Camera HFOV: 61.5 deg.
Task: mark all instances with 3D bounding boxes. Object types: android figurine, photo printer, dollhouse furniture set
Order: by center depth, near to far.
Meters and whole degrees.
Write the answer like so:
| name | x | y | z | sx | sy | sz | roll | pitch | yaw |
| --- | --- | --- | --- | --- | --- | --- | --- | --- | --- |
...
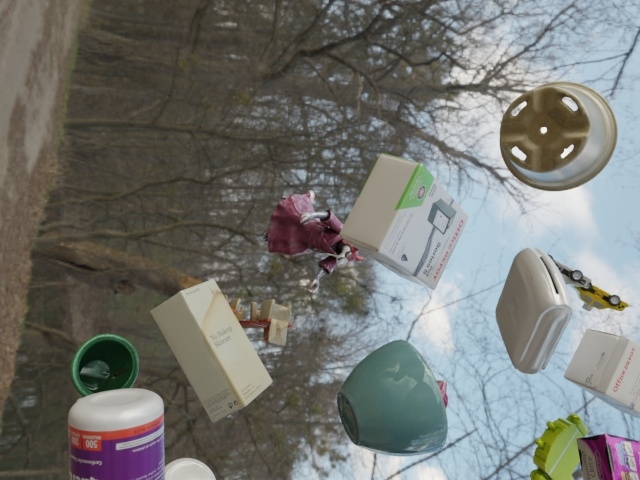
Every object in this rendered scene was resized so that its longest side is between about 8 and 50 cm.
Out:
| name | x | y | z | sx | sy | sz | roll | pitch | yaw |
| --- | --- | --- | --- | --- | --- | --- | --- | --- | --- |
| photo printer | 0.612 | 0.193 | 1.554 | 0.256 | 0.107 | 0.307 | -91 | -176 | -50 |
| android figurine | 0.727 | 0.643 | 1.631 | 0.248 | 0.273 | 0.056 | -51 | -148 | -11 |
| dollhouse furniture set | -0.217 | 0.273 | 1.768 | 0.259 | 0.262 | 0.135 | -12 | -116 | 46 |

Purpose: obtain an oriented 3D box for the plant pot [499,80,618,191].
| name | x | y | z | sx | sy | sz | roll | pitch | yaw |
| --- | --- | --- | --- | --- | --- | --- | --- | --- | --- |
| plant pot | 0.649 | -0.299 | 1.519 | 0.334 | 0.305 | 0.333 | 4 | -82 | 29 |

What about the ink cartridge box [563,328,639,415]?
| name | x | y | z | sx | sy | sz | roll | pitch | yaw |
| --- | --- | --- | --- | --- | --- | --- | --- | --- | --- |
| ink cartridge box | 0.865 | 0.387 | 1.534 | 0.171 | 0.233 | 0.168 | -61 | -166 | -7 |

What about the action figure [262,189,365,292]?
| name | x | y | z | sx | sy | sz | roll | pitch | yaw |
| --- | --- | --- | --- | --- | --- | --- | --- | --- | --- |
| action figure | 0.000 | 0.000 | 1.767 | 0.370 | 0.276 | 0.248 | 21 | -65 | 30 |

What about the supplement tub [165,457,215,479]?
| name | x | y | z | sx | sy | sz | roll | pitch | yaw |
| --- | --- | --- | --- | --- | --- | --- | --- | --- | --- |
| supplement tub | -0.453 | 0.841 | 1.706 | 0.272 | 0.191 | 0.191 | -62 | -147 | 33 |

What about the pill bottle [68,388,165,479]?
| name | x | y | z | sx | sy | sz | roll | pitch | yaw |
| --- | --- | --- | --- | --- | --- | --- | --- | --- | --- |
| pill bottle | -0.408 | 0.478 | 1.085 | 0.181 | 0.181 | 0.323 | 180 | -91 | -70 |

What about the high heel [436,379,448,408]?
| name | x | y | z | sx | sy | sz | roll | pitch | yaw |
| --- | --- | --- | --- | --- | --- | --- | --- | --- | --- |
| high heel | 0.354 | 0.585 | 1.989 | 0.082 | 0.244 | 0.117 | 58 | 34 | -39 |

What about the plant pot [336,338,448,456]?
| name | x | y | z | sx | sy | sz | roll | pitch | yaw |
| --- | --- | --- | --- | --- | --- | --- | --- | --- | --- |
| plant pot | 0.156 | 0.418 | 1.357 | 0.290 | 0.195 | 0.290 | 166 | -90 | -71 |

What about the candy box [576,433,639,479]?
| name | x | y | z | sx | sy | sz | roll | pitch | yaw |
| --- | --- | --- | --- | --- | --- | --- | --- | --- | --- |
| candy box | 0.599 | 0.464 | 1.008 | 0.071 | 0.233 | 0.159 | -42 | -144 | 52 |

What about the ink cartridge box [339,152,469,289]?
| name | x | y | z | sx | sy | sz | roll | pitch | yaw |
| --- | --- | --- | --- | --- | --- | --- | --- | --- | --- |
| ink cartridge box | 0.192 | -0.033 | 1.169 | 0.115 | 0.273 | 0.198 | 23 | -96 | 41 |

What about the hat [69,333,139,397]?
| name | x | y | z | sx | sy | sz | roll | pitch | yaw |
| --- | --- | --- | --- | --- | --- | --- | --- | --- | --- |
| hat | -0.619 | 0.370 | 1.461 | 0.183 | 0.173 | 0.208 | -29 | -158 | 46 |

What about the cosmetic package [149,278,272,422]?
| name | x | y | z | sx | sy | sz | roll | pitch | yaw |
| --- | --- | --- | --- | --- | --- | --- | --- | --- | --- |
| cosmetic package | -0.265 | 0.265 | 1.330 | 0.309 | 0.113 | 0.160 | 60 | 21 | 2 |

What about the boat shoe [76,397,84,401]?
| name | x | y | z | sx | sy | sz | roll | pitch | yaw |
| --- | --- | --- | --- | --- | --- | --- | --- | --- | --- |
| boat shoe | -0.697 | 0.516 | 1.644 | 0.137 | 0.049 | 0.043 | 2 | -81 | 33 |

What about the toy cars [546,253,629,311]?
| name | x | y | z | sx | sy | sz | roll | pitch | yaw |
| --- | --- | --- | --- | --- | --- | --- | --- | --- | --- |
| toy cars | 0.800 | 0.147 | 1.695 | 0.087 | 0.394 | 0.176 | -61 | -153 | 4 |
